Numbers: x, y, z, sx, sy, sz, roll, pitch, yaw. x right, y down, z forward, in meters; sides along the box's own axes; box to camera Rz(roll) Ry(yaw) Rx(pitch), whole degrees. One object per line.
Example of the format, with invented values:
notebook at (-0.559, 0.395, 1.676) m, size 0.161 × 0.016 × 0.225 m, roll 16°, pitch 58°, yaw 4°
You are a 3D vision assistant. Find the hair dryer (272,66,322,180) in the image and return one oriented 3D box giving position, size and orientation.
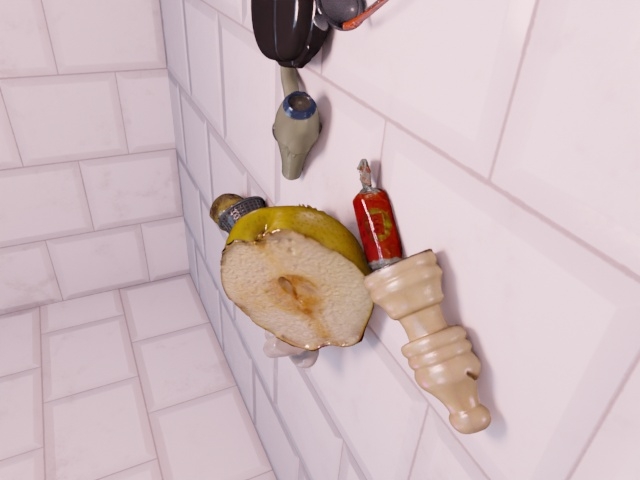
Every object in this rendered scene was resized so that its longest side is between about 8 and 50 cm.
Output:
hair dryer at (-0.072, -0.296, 1.291) m, size 0.295 × 0.119 × 0.298 m, roll 97°, pitch 167°, yaw -45°

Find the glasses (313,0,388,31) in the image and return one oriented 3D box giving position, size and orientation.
glasses at (0.068, -0.489, 0.806) m, size 0.268 × 0.118 × 0.233 m, roll -172°, pitch 72°, yaw -66°

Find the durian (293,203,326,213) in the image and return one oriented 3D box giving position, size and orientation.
durian at (0.001, -0.006, 1.268) m, size 0.141 × 0.078 × 0.224 m, roll -3°, pitch 124°, yaw 39°

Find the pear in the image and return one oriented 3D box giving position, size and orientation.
pear at (-0.034, 0.063, 1.143) m, size 0.191 × 0.341 × 0.386 m, roll -75°, pitch -33°, yaw -44°

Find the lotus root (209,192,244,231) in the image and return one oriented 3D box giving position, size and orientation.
lotus root at (-0.332, -0.103, 1.900) m, size 0.278 × 0.154 × 0.153 m, roll -163°, pitch 63°, yaw -67°

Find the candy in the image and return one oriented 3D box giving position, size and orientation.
candy at (0.114, -0.023, 1.010) m, size 0.086 × 0.059 × 0.291 m, roll 152°, pitch 105°, yaw -68°

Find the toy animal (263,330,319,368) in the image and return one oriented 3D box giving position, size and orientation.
toy animal at (-0.071, 0.225, 1.418) m, size 0.265 × 0.206 × 0.271 m, roll 123°, pitch 147°, yaw -71°

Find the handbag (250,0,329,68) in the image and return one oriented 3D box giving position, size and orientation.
handbag at (-0.075, -0.522, 1.128) m, size 0.308 × 0.093 × 0.253 m, roll 37°, pitch 129°, yaw 57°

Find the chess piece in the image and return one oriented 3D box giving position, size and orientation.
chess piece at (0.193, 0.182, 0.868) m, size 0.124 × 0.139 × 0.307 m, roll 37°, pitch -150°, yaw -73°

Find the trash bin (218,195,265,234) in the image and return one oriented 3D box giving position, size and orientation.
trash bin at (-0.232, -0.034, 1.688) m, size 0.160 × 0.176 × 0.175 m, roll 60°, pitch 153°, yaw 16°
